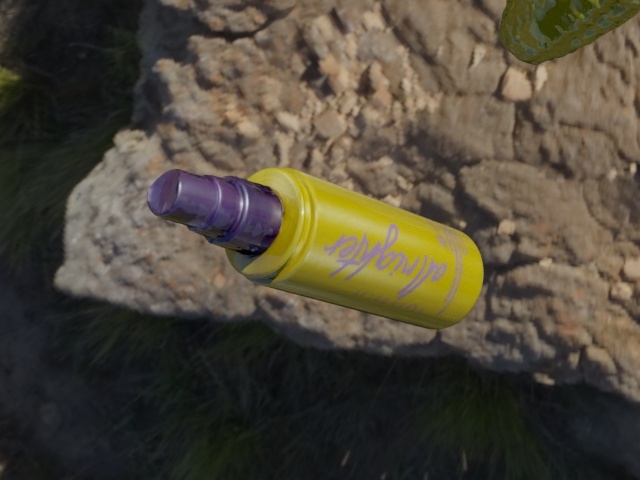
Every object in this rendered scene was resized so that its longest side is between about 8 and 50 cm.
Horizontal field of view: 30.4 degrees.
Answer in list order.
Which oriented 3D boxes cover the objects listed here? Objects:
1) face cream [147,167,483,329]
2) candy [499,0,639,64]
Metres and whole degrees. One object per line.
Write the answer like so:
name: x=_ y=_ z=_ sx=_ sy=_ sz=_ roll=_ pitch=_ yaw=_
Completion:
face cream: x=0.000 y=0.000 z=0.776 sx=0.078 sy=0.273 sz=0.078 roll=-15 pitch=67 yaw=40
candy: x=0.201 y=-0.199 z=0.841 sx=0.106 sy=0.094 sz=0.199 roll=39 pitch=129 yaw=-6
